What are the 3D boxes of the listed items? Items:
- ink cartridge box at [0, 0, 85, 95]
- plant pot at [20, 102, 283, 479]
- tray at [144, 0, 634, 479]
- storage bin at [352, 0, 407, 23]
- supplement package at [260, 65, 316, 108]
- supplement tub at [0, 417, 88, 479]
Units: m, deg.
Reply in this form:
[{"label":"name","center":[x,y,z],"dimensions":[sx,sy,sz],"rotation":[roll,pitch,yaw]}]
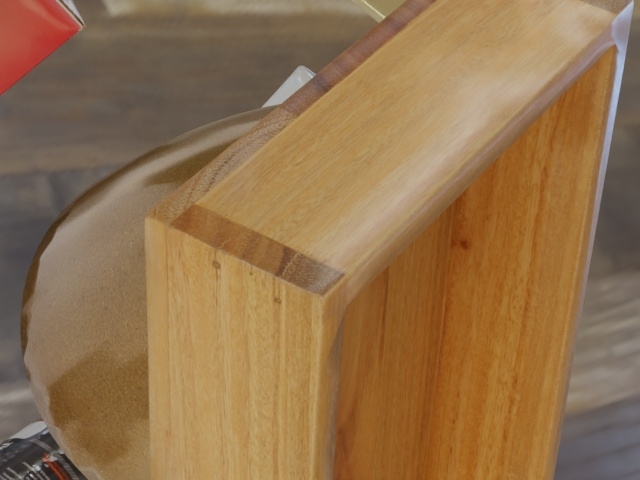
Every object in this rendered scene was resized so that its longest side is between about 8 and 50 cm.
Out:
[{"label":"ink cartridge box","center":[-0.408,-0.189,2.039],"dimensions":[0.130,0.309,0.272],"rotation":[47,8,-37]},{"label":"plant pot","center":[-0.018,0.019,1.101],"dimensions":[0.237,0.254,0.237],"rotation":[8,68,-21]},{"label":"tray","center":[0.018,0.111,0.787],"dimensions":[0.203,0.076,0.411],"rotation":[-43,148,-42]},{"label":"storage bin","center":[0.101,-0.276,1.447],"dimensions":[0.262,0.260,0.123],"rotation":[39,14,-8]},{"label":"supplement package","center":[0.000,0.000,1.548],"dimensions":[0.149,0.194,0.203],"rotation":[46,8,18]},{"label":"supplement tub","center":[-0.252,0.221,1.541],"dimensions":[0.198,0.106,0.106],"rotation":[-33,96,-45]}]
